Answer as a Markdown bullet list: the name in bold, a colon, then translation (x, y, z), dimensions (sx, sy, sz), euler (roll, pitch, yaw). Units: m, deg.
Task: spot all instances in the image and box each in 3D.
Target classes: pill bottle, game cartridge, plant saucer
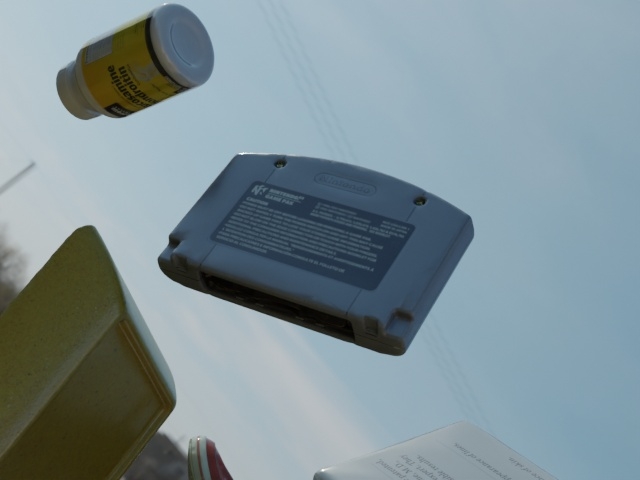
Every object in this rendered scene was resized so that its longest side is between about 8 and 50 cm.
- **pill bottle**: translation (-0.223, -0.204, 1.297), dimensions (0.184, 0.103, 0.103), euler (-17, -62, 33)
- **game cartridge**: translation (0.000, 0.000, 1.160), dimensions (0.297, 0.198, 0.062), euler (17, -42, 26)
- **plant saucer**: translation (-0.279, 0.200, 1.178), dimensions (0.081, 0.333, 0.333), euler (26, -26, 24)

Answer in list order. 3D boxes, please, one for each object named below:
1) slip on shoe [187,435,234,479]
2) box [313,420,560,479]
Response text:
- **slip on shoe**: translation (-0.084, 0.386, 1.361), dimensions (0.331, 0.101, 0.123), euler (59, -21, 30)
- **box**: translation (0.088, 0.227, 0.606), dimensions (0.182, 0.119, 0.181), euler (29, -55, 51)
